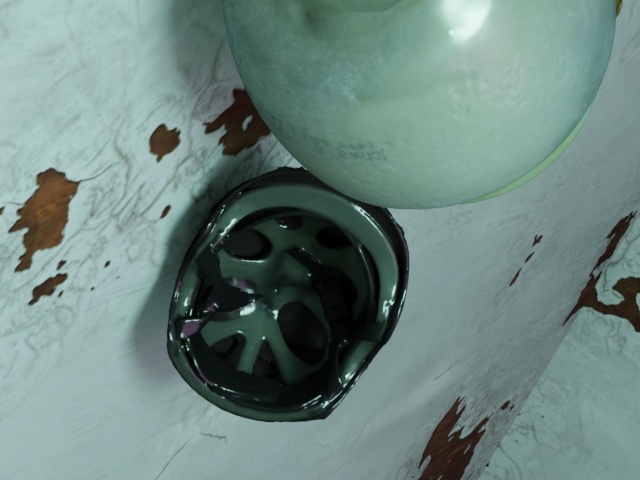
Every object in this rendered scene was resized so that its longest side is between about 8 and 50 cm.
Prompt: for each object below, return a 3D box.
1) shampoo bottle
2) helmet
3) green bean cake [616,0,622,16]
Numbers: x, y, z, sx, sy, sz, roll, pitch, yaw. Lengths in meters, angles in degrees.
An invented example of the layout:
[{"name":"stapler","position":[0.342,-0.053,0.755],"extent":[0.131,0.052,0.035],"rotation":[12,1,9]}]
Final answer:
[{"name":"shampoo bottle","position":[0.081,-0.192,1.174],"extent":[0.322,0.322,0.317],"rotation":[-54,148,3]},{"name":"helmet","position":[-0.028,0.037,1.468],"extent":[0.305,0.225,0.177],"rotation":[-59,-174,19]},{"name":"green bean cake","position":[0.207,-0.286,1.434],"extent":[0.224,0.131,0.229],"rotation":[-4,127,-25]}]
